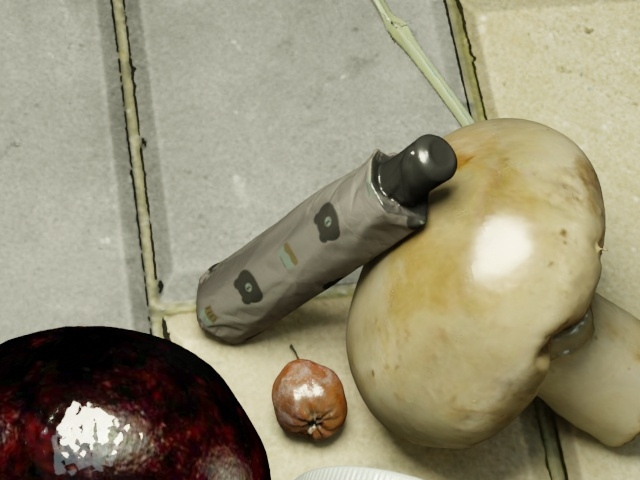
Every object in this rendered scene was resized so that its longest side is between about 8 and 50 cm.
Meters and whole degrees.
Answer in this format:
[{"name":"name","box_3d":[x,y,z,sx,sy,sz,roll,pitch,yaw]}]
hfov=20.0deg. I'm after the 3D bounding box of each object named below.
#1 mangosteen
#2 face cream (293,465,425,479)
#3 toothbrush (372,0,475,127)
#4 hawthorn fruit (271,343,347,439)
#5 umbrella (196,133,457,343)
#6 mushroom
[{"name":"mangosteen","box_3d":[-0.171,0.218,1.386,0.297,0.297,0.313,-25,70,-18]},{"name":"face cream","box_3d":[0.042,0.302,1.408,0.201,0.201,0.187,17,60,4]},{"name":"toothbrush","box_3d":[0.095,-0.187,1.788,0.028,0.026,0.294,-21,65,-17]},{"name":"hawthorn fruit","box_3d":[-0.012,0.125,1.587,0.066,0.067,0.103,-1,45,-6]},{"name":"umbrella","box_3d":[0.000,0.000,1.511,0.067,0.337,0.073,11,62,-32]},{"name":"mushroom","box_3d":[0.180,0.054,1.539,0.290,0.292,0.292,24,60,-11]}]
